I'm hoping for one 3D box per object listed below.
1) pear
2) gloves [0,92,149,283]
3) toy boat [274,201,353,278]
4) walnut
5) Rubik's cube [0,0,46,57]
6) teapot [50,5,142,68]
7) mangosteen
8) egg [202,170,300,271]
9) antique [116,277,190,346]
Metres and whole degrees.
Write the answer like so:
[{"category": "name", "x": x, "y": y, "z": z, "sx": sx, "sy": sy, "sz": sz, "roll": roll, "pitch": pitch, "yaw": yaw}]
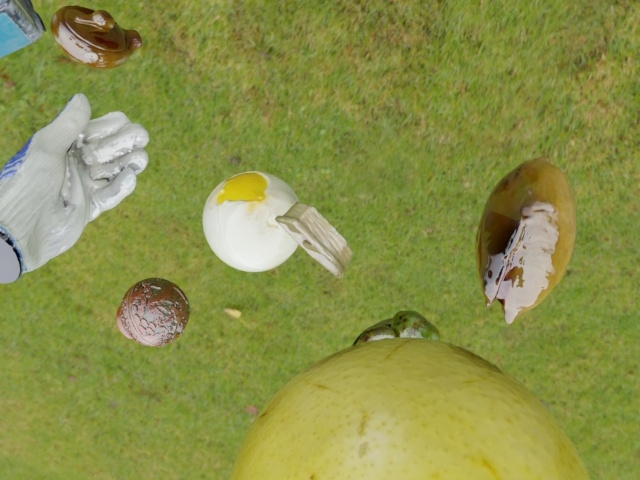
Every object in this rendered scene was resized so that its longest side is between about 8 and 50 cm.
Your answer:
[{"category": "pear", "x": 0.074, "y": 0.256, "z": 0.556, "sx": 0.348, "sy": 0.348, "sz": 0.348, "roll": 11, "pitch": 132, "yaw": 13}, {"category": "gloves", "x": -0.249, "y": -0.056, "z": 0.598, "sx": 0.097, "sy": 0.229, "sz": 0.119, "roll": 13, "pitch": 132, "yaw": 23}, {"category": "toy boat", "x": 0.000, "y": 0.000, "z": 1.319, "sx": 0.188, "sy": 0.061, "sz": 0.116, "roll": 46, "pitch": 167, "yaw": -22}, {"category": "walnut", "x": 0.292, "y": -0.002, "z": 0.899, "sx": 0.137, "sy": 0.245, "sz": 0.137, "roll": 14, "pitch": 171, "yaw": 2}, {"category": "Rubik's cube", "x": -0.654, "y": -0.412, "z": 0.910, "sx": 0.316, "sy": 0.318, "sz": 0.313, "roll": 59, "pitch": 172, "yaw": -1}, {"category": "teapot", "x": -0.321, "y": -0.300, "z": 0.910, "sx": 0.078, "sy": 0.129, "sz": 0.098, "roll": -37, "pitch": 67, "yaw": 34}, {"category": "mangosteen", "x": 0.144, "y": 0.248, "z": 1.207, "sx": 0.242, "sy": 0.243, "sz": 0.243, "roll": 11, "pitch": 132, "yaw": 13}, {"category": "egg", "x": -0.196, "y": -0.054, "z": 1.788, "sx": 0.283, "sy": 0.283, "sz": 0.345, "roll": 46, "pitch": 168, "yaw": -19}, {"category": "antique", "x": -0.233, "y": 0.101, "z": 0.889, "sx": 0.104, "sy": 0.104, "sz": 0.104, "roll": 11, "pitch": 132, "yaw": 13}]
